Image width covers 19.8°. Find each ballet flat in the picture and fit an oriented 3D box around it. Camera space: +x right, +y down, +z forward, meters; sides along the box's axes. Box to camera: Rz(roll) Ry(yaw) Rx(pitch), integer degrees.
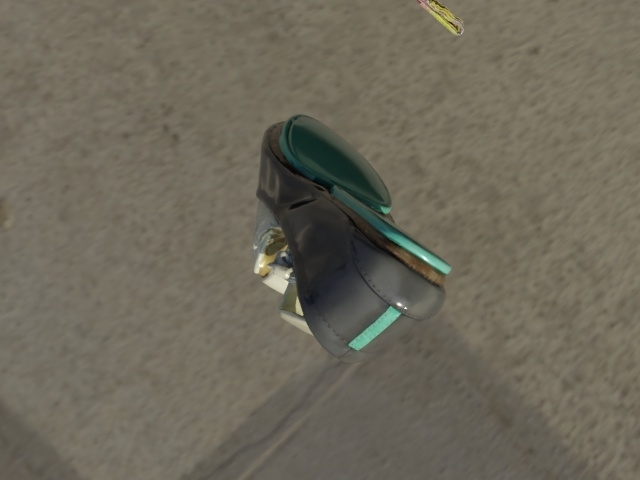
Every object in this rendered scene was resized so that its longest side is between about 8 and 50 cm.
[{"bbox_3d":[0.000,0.000,0.802,0.074,0.203,0.074,-4,110,-11],"label":"ballet flat"}]

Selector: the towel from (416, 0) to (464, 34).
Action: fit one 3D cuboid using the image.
[{"bbox_3d":[0.046,-0.149,1.020,0.009,0.060,0.083,-44,64,11],"label":"towel"}]
